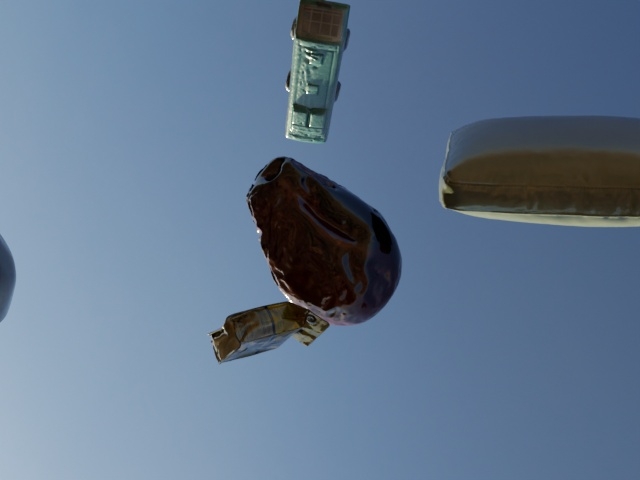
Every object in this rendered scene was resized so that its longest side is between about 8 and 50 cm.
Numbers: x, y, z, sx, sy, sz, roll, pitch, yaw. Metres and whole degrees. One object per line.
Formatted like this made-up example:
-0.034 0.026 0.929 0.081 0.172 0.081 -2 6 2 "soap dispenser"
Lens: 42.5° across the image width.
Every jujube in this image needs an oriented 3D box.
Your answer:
0.000 0.000 1.068 0.168 0.236 0.168 -36 -164 12 "jujube"

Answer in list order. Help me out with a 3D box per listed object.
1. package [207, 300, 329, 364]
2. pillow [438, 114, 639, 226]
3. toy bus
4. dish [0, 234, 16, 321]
-0.063 0.107 0.986 0.071 0.131 0.047 -48 -122 51 "package"
0.326 -0.098 1.100 0.322 0.255 0.120 3 -65 12 "pillow"
-0.010 -0.254 1.259 0.262 0.091 0.109 98 0 -60 "toy bus"
-0.542 -0.020 1.095 0.324 0.324 0.124 41 -77 41 "dish"
